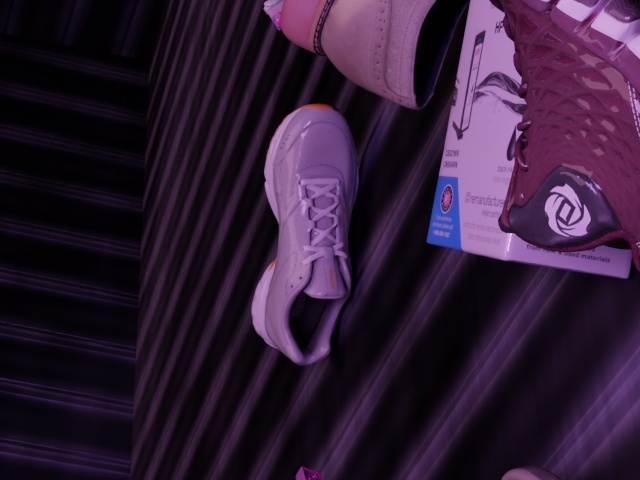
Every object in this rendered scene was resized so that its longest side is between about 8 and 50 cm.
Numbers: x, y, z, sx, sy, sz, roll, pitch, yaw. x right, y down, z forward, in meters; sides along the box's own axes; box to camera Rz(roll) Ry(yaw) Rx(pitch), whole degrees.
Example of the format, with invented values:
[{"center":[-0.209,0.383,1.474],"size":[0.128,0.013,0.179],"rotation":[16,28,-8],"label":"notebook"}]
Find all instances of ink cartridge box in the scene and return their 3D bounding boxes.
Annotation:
[{"center":[0.142,-0.087,0.929],"size":[0.148,0.086,0.203],"rotation":[-167,86,-76],"label":"ink cartridge box"}]

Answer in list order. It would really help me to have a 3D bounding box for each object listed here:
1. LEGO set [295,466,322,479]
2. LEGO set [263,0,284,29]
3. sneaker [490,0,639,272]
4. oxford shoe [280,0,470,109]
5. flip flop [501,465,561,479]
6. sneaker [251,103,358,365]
[{"center":[0.016,0.291,1.178],"size":[0.093,0.087,0.227],"rotation":[-60,20,18],"label":"LEGO set"},{"center":[-0.066,-0.360,1.705],"size":[0.132,0.287,0.107],"rotation":[-43,44,3],"label":"LEGO set"},{"center":[0.115,-0.090,0.801],"size":[0.281,0.106,0.162],"rotation":[55,134,34],"label":"sneaker"},{"center":[0.124,-0.281,1.117],"size":[0.140,0.146,0.397],"rotation":[-23,-32,-56],"label":"oxford shoe"},{"center":[0.109,0.265,0.842],"size":[0.112,0.080,0.277],"rotation":[148,130,-72],"label":"flip flop"},{"center":[0.000,0.000,1.465],"size":[0.121,0.099,0.262],"rotation":[-135,47,-64],"label":"sneaker"}]
